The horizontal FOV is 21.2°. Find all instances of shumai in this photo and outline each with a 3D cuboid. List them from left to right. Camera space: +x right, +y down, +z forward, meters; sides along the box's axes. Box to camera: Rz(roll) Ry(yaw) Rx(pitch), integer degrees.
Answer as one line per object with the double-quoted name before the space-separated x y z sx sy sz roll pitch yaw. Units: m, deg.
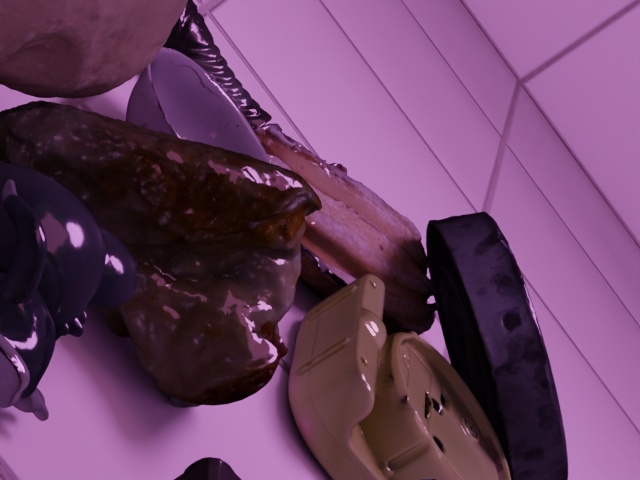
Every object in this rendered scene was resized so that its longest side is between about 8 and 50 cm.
"shumai" -0.144 0.011 1.313 0.272 0.203 0.222 20 -1 6

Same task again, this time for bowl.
"bowl" -0.124 -0.076 1.558 0.189 0.086 0.189 47 21 -25

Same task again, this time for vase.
"vase" -0.143 -0.201 1.717 0.237 0.115 0.115 58 17 -7

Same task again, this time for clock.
"clock" 0.095 0.195 1.627 0.308 0.096 0.235 51 18 -18
"clock" 0.184 0.126 1.803 0.319 0.066 0.318 166 -90 -87

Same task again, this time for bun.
"bun" -0.262 -0.245 1.278 0.360 0.211 0.359 35 20 -15

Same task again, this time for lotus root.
"lotus root" -0.001 0.000 1.752 0.329 0.078 0.167 37 36 -41

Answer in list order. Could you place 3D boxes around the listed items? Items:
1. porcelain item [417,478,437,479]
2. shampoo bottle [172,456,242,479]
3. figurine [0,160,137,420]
"porcelain item" 0.092 0.335 1.278 0.281 0.157 0.286 56 17 6
"shampoo bottle" -0.078 0.235 1.135 0.080 0.079 0.246 49 19 -25
"figurine" -0.214 0.017 1.085 0.193 0.140 0.265 34 -2 -10
